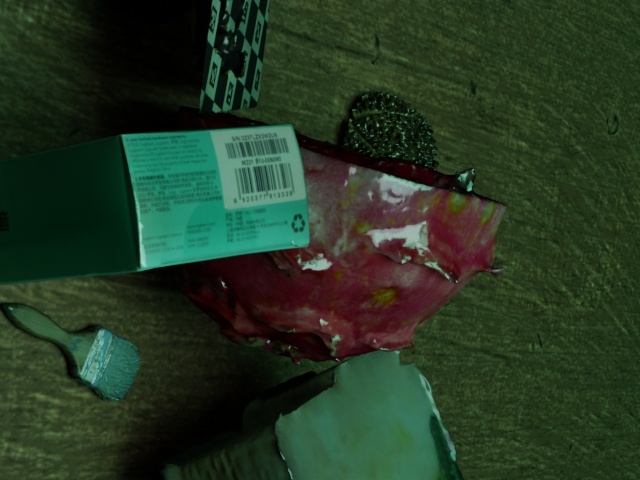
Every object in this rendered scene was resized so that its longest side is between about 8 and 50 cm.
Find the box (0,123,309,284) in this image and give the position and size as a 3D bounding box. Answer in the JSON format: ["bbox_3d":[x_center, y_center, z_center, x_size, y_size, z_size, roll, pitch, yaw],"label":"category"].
[{"bbox_3d":[-0.189,-0.029,1.258,0.205,0.311,0.118,-6,89,-45],"label":"box"}]

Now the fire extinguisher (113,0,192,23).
[{"bbox_3d":[-0.203,-0.312,1.358,0.337,0.114,0.135,40,23,-46],"label":"fire extinguisher"}]

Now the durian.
[{"bbox_3d":[0.107,-0.109,1.778,0.188,0.091,0.148,28,76,-51],"label":"durian"}]

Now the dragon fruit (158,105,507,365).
[{"bbox_3d":[0.000,0.000,1.458,0.386,0.371,0.249,13,97,-40],"label":"dragon fruit"}]

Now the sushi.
[{"bbox_3d":[-0.098,-0.220,1.375,0.279,0.043,0.192,-49,147,-77],"label":"sushi"}]

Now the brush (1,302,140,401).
[{"bbox_3d":[-0.261,0.107,1.435,0.196,0.021,0.070,38,68,-44],"label":"brush"}]

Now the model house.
[{"bbox_3d":[-0.031,0.280,1.542,0.298,0.284,0.243,-17,87,-55],"label":"model house"}]
